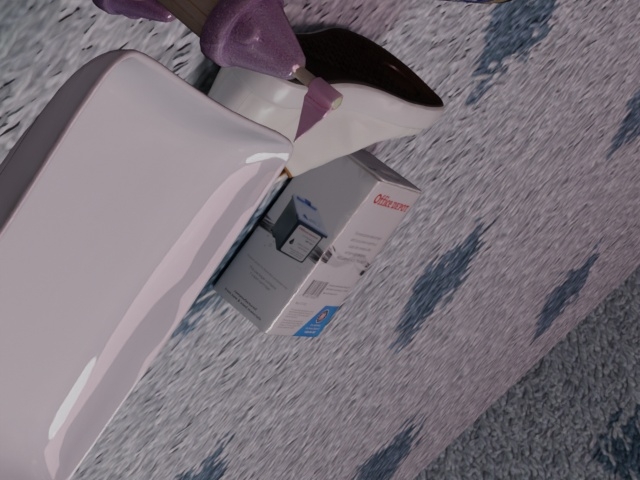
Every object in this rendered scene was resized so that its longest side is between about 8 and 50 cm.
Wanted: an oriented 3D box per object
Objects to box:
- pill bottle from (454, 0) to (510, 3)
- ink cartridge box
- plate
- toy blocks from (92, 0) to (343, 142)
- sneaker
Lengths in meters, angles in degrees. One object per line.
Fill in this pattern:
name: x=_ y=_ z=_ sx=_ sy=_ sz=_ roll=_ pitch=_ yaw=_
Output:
pill bottle: x=0.101 y=-0.256 z=1.323 sx=0.123 sy=0.123 sz=0.219 roll=-58 pitch=159 yaw=22
ink cartridge box: x=0.000 y=0.000 z=1.624 sx=0.191 sy=0.082 sz=0.139 roll=-55 pitch=161 yaw=9
plate: x=-0.144 y=0.028 z=0.899 sx=0.277 sy=0.045 sz=0.278 roll=-55 pitch=163 yaw=4
toy blocks: x=-0.008 y=-0.224 z=0.938 sx=0.288 sy=0.260 sz=0.309 roll=-47 pitch=160 yaw=-10
sneaker: x=-0.007 y=-0.112 z=1.403 sx=0.290 sy=0.106 sz=0.123 roll=0 pitch=134 yaw=-54
